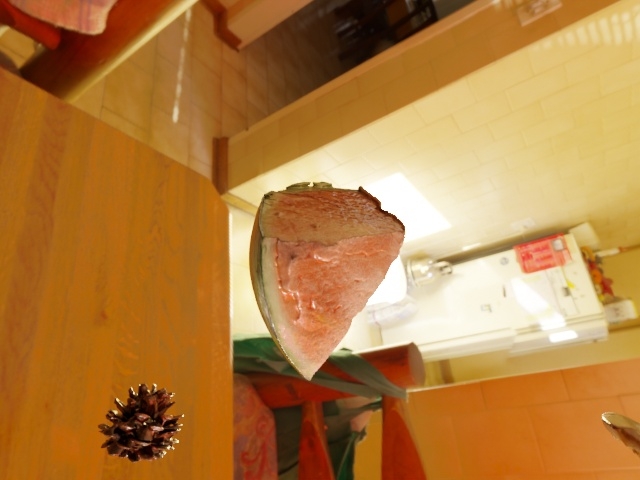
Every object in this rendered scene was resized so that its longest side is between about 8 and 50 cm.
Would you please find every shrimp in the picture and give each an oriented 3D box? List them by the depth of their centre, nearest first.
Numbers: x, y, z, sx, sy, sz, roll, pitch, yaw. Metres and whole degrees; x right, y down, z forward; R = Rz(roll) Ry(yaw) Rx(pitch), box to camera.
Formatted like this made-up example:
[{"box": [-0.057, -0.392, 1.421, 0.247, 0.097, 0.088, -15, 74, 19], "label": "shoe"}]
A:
[{"box": [0.180, 0.115, 0.215, 0.059, 0.023, 0.108, 33, 3, 17], "label": "shrimp"}]

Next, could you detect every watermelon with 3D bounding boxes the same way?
[{"box": [-0.030, 0.000, 0.715, 0.222, 0.319, 0.292, 40, 1, -32], "label": "watermelon"}]

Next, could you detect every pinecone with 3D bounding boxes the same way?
[{"box": [-0.308, 0.313, 0.736, 0.140, 0.140, 0.121, 37, 62, -46], "label": "pinecone"}]
